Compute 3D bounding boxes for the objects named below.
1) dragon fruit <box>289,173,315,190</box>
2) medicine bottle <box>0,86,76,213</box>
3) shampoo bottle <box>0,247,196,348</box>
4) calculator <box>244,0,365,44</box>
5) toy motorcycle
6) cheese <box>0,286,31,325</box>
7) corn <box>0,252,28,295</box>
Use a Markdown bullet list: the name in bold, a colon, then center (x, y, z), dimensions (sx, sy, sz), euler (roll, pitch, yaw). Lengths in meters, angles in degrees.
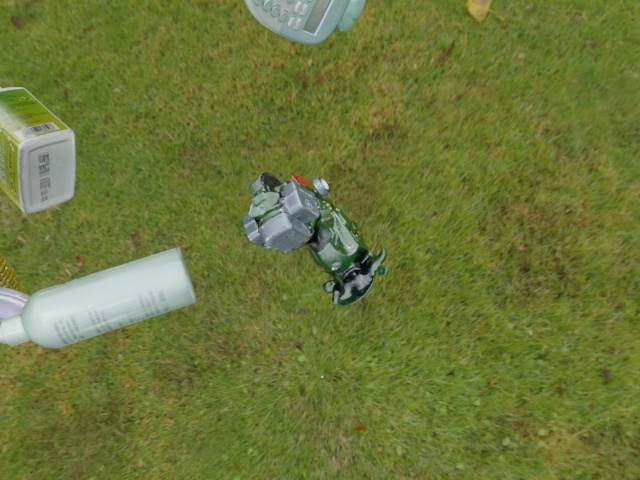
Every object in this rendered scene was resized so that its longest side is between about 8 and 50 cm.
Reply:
- **dragon fruit**: center (-0.024, -0.059, 1.307), dimensions (0.083, 0.106, 0.162), euler (22, 107, 43)
- **medicine bottle**: center (-0.446, -0.147, 0.862), dimensions (0.188, 0.132, 0.088), euler (38, 44, 20)
- **shampoo bottle**: center (-0.211, 0.060, 0.522), dimensions (0.195, 0.056, 0.056), euler (-18, 77, -13)
- **calculator**: center (-0.024, -0.468, 1.119), dimensions (0.042, 0.295, 0.184), euler (46, 118, 32)
- **toy motorcycle**: center (0.000, 0.000, 0.898), dimensions (0.124, 0.274, 0.187), euler (-34, 54, 24)
- **cheese**: center (-0.536, 0.118, 0.940), dimensions (0.244, 0.135, 0.052), euler (1, 47, 4)
- **corn**: center (-0.736, 0.092, 1.298), dimensions (0.130, 0.347, 0.130), euler (-5, 44, 5)
